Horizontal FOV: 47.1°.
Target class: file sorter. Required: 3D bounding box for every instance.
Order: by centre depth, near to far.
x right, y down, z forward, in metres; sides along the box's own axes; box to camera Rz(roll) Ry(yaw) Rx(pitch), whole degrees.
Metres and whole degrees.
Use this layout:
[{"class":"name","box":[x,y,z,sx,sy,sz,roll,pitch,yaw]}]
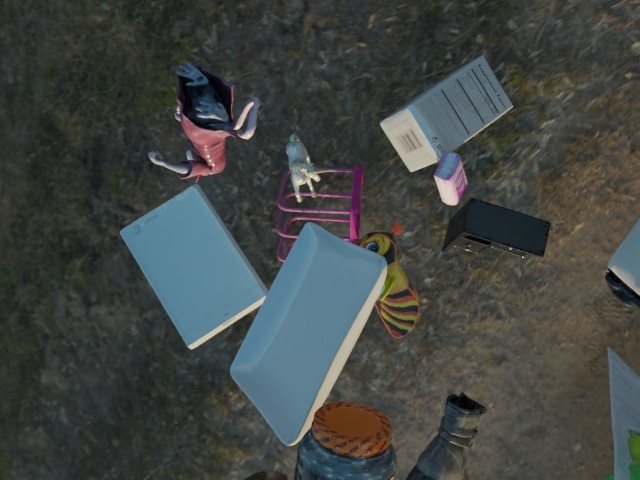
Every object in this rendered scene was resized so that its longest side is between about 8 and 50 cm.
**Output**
[{"class":"file sorter","box":[0.000,0.000,1.661,0.182,0.202,0.290,2,124,4]}]

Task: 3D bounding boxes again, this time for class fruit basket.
[{"class":"fruit basket","box":[0.579,0.395,1.217,0.327,0.353,0.165,40,122,-13]}]

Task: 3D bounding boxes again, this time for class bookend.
[{"class":"bookend","box":[0.334,-0.006,1.417,0.156,0.072,0.157,18,165,-2]}]

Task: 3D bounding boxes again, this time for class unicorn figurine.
[{"class":"unicorn figurine","box":[-0.031,-0.122,1.260,0.111,0.060,0.162,74,169,-52]}]

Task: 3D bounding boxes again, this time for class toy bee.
[{"class":"toy bee","box":[0.124,0.050,1.494,0.162,0.195,0.298,-39,119,15]}]

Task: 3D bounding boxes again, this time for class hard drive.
[{"class":"hard drive","box":[-0.271,0.051,1.581,0.203,0.040,0.307,-33,72,-7]}]

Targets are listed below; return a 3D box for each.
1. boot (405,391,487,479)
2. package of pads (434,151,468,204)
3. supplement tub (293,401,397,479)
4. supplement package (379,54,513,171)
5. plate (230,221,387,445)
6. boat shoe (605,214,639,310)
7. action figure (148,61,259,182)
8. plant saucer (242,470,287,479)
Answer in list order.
[{"class":"boot","box":[0.317,0.465,1.667,0.118,0.338,0.222,26,86,22]},{"class":"package of pads","box":[0.207,-0.097,1.162,0.032,0.050,0.083,21,161,28]},{"class":"supplement tub","box":[0.024,0.294,0.859,0.117,0.117,0.190,15,107,24]},{"class":"supplement package","box":[0.211,-0.212,1.234,0.105,0.179,0.105,57,158,-6]},{"class":"plate","box":[-0.017,0.125,1.065,0.045,0.277,0.278,28,90,-27]},{"class":"boat shoe","box":[0.506,-0.065,0.950,0.127,0.158,0.340,43,117,13]},{"class":"action figure","box":[-0.281,-0.279,1.889,0.276,0.248,0.370,10,148,2]},{"class":"plant saucer","box":[-0.152,0.509,1.422,0.198,0.198,0.036,-35,94,35]}]
